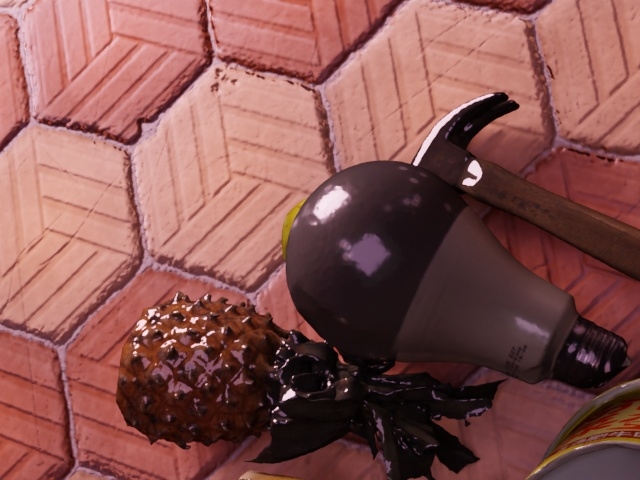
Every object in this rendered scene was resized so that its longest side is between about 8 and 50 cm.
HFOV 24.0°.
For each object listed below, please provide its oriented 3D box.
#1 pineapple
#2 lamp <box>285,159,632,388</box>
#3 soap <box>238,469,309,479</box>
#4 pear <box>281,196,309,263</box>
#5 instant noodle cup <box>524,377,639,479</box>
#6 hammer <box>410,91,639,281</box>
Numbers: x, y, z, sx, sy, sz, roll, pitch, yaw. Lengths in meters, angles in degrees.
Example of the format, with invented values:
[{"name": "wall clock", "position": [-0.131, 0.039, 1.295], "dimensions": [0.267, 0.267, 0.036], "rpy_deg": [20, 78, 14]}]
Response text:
[{"name": "pineapple", "position": [-0.013, 0.147, 1.430], "dimensions": [0.365, 0.165, 0.165], "rpy_deg": [9, 84, 21]}, {"name": "lamp", "position": [0.111, 0.059, 1.363], "dimensions": [0.314, 0.182, 0.182], "rpy_deg": [37, 95, -1]}, {"name": "soap", "position": [-0.030, 0.336, 1.413], "dimensions": [0.092, 0.037, 0.252], "rpy_deg": [8, 110, 21]}, {"name": "pear", "position": [0.000, 0.000, 1.481], "dimensions": [0.092, 0.097, 0.092], "rpy_deg": [5, 112, 11]}, {"name": "instant noodle cup", "position": [0.285, 0.267, 1.236], "dimensions": [0.311, 0.221, 0.311], "rpy_deg": [1, 91, 26]}, {"name": "hammer", "position": [0.256, 0.001, 1.361], "dimensions": [0.440, 0.044, 0.168], "rpy_deg": [30, 96, 36]}]
